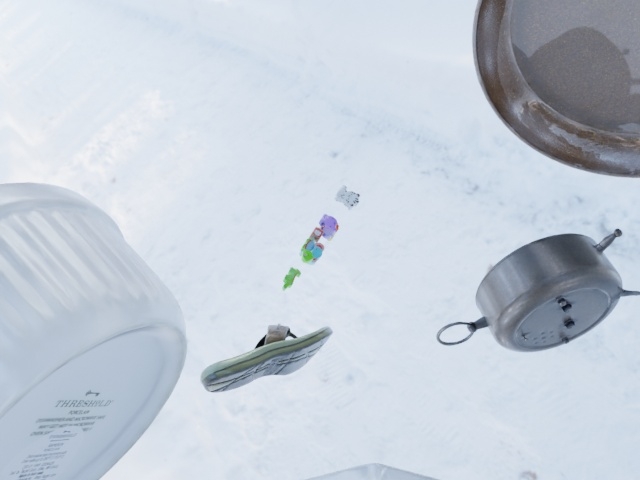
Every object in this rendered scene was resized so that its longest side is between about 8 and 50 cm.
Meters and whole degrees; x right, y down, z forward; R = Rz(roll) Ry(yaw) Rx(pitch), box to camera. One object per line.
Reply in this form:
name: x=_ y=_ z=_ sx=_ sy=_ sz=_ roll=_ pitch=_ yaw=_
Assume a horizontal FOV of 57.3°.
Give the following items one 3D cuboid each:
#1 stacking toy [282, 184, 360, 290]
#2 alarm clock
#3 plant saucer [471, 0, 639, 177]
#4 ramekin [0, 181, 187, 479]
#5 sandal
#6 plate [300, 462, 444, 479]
stacking toy: x=0.000 y=0.000 z=1.274 sx=0.221 sy=0.052 sz=0.167 roll=-57 pitch=0 yaw=-32
alarm clock: x=0.204 y=0.065 z=0.570 sx=0.192 sy=0.129 sz=0.064 roll=-23 pitch=49 yaw=11
plant saucer: x=0.296 y=-0.187 z=0.520 sx=0.310 sy=0.311 sz=0.050 roll=-7 pitch=43 yaw=37
ramekin: x=-0.176 y=0.080 z=0.349 sx=0.109 sy=0.207 sz=0.207 roll=37 pitch=77 yaw=18
sandal: x=-0.093 y=0.200 z=1.100 sx=0.086 sy=0.302 sz=0.120 roll=57 pitch=131 yaw=26
plate: x=0.102 y=0.400 z=0.869 sx=0.278 sy=0.277 sz=0.045 roll=-38 pitch=36 yaw=45
